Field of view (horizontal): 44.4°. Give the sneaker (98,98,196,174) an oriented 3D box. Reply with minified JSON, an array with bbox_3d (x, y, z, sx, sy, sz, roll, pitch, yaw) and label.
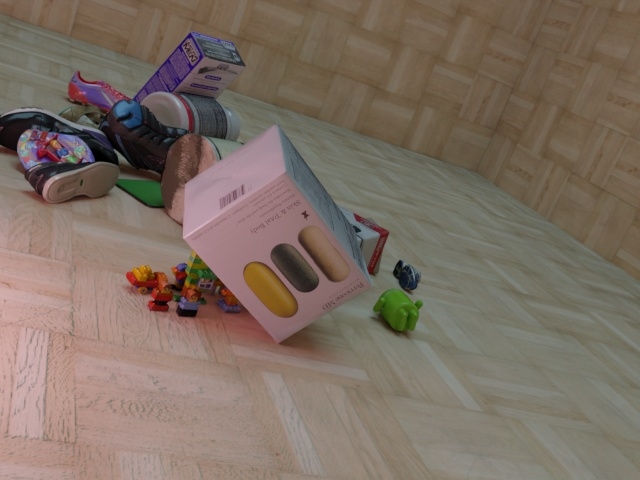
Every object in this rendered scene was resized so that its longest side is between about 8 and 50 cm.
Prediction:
[{"bbox_3d":[-0.394,-0.222,1.966,0.341,0.139,0.125,36,50,-24],"label":"sneaker"}]

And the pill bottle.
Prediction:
[{"bbox_3d":[-0.373,-0.335,2.280,0.176,0.176,0.318,28,18,22],"label":"pill bottle"}]

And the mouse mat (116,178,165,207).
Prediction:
[{"bbox_3d":[-0.382,-0.110,1.847,0.152,0.007,0.189,31,17,30],"label":"mouse mat"}]

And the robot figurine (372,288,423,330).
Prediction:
[{"bbox_3d":[0.160,0.143,1.616,0.101,0.067,0.115,3,21,-19],"label":"robot figurine"}]

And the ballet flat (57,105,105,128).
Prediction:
[{"bbox_3d":[-0.636,-0.326,2.115,0.067,0.073,0.206,37,20,0],"label":"ballet flat"}]

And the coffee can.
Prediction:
[{"bbox_3d":[-0.194,-0.128,1.790,0.275,0.202,0.201,4,24,-48],"label":"coffee can"}]

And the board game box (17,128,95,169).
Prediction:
[{"bbox_3d":[-0.561,-0.188,1.686,0.168,0.033,0.133,4,56,-37],"label":"board game box"}]

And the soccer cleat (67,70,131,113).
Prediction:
[{"bbox_3d":[-0.651,-0.442,2.416,0.248,0.095,0.083,16,17,-17],"label":"soccer cleat"}]

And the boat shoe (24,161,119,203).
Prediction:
[{"bbox_3d":[-0.505,-0.134,1.622,0.079,0.084,0.233,28,20,19],"label":"boat shoe"}]

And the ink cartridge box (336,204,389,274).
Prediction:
[{"bbox_3d":[0.000,0.000,1.682,0.197,0.114,0.273,28,18,20],"label":"ink cartridge box"}]

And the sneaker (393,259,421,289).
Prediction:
[{"bbox_3d":[0.224,0.087,1.917,0.058,0.052,0.135,22,16,-14],"label":"sneaker"}]

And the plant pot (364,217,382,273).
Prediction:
[{"bbox_3d":[0.087,0.011,1.903,0.096,0.109,0.109,2,22,-20],"label":"plant pot"}]

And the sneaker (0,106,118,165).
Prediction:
[{"bbox_3d":[-0.586,-0.218,1.765,0.283,0.107,0.124,6,28,-43],"label":"sneaker"}]

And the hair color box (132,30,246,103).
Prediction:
[{"bbox_3d":[-0.406,-0.464,2.362,0.185,0.339,0.110,-2,59,-55],"label":"hair color box"}]

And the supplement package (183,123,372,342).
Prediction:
[{"bbox_3d":[-0.074,-0.012,1.330,0.263,0.199,0.198,52,12,-29],"label":"supplement package"}]

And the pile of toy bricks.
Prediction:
[{"bbox_3d":[-0.210,0.058,1.339,0.212,0.105,0.118,8,21,-39],"label":"pile of toy bricks"}]
